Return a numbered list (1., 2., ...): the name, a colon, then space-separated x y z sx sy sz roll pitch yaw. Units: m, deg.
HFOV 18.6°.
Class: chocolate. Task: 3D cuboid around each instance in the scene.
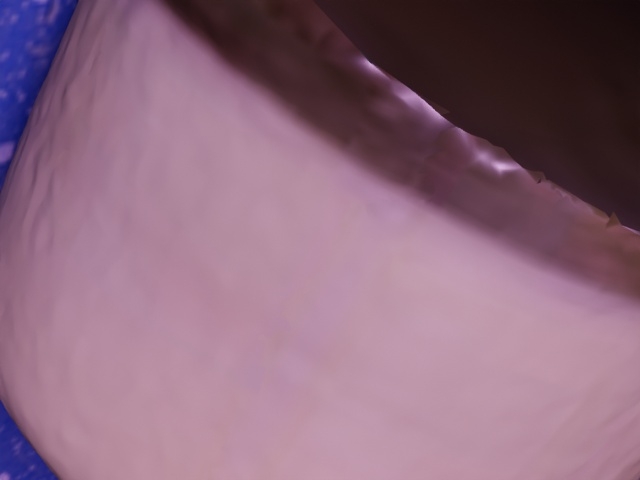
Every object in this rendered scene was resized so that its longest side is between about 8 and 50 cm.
1. chocolate: 0.000 0.000 0.810 0.297 0.326 0.314 -48 157 24
